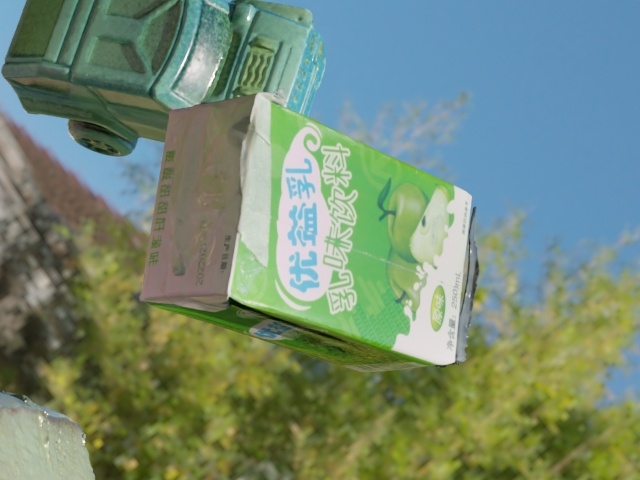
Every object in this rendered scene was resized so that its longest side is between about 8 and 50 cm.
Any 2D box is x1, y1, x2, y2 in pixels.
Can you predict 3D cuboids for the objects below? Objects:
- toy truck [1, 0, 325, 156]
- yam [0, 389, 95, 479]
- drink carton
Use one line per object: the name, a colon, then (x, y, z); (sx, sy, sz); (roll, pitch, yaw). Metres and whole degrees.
toy truck: (-0.137, -0.154, 1.559); (0.279, 0.155, 0.156); (13, -14, 22)
yam: (-0.283, 0.209, 1.281); (0.271, 0.201, 0.202); (68, 7, -75)
drink carton: (0.000, 0.000, 1.352); (0.108, 0.161, 0.271); (-6, -19, 42)
